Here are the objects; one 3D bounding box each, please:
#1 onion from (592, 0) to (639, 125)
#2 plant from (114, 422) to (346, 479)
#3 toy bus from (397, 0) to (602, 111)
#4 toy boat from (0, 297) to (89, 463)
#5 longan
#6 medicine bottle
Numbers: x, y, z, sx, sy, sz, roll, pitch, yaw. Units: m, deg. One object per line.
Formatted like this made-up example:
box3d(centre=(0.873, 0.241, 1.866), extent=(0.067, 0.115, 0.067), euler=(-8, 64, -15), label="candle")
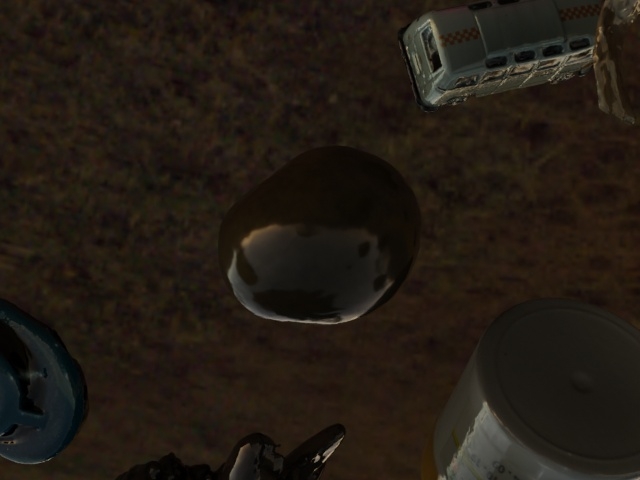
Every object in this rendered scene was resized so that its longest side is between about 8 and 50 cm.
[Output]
box3d(centre=(0.266, -0.296, 0.789), extent=(0.345, 0.358, 0.358), euler=(-26, 138, 36), label="onion")
box3d(centre=(-0.092, 0.283, 1.093), extent=(0.321, 0.194, 0.181), euler=(-23, 151, 24), label="plant")
box3d(centre=(0.176, -0.184, 1.153), extent=(0.194, 0.087, 0.089), euler=(-13, 171, -15), label="toy bus")
box3d(centre=(-0.341, 0.094, 1.078), extent=(0.299, 0.134, 0.092), euler=(31, -158, 17), label="toy boat")
box3d(centre=(0.000, 0.000, 1.132), extent=(0.187, 0.167, 0.167), euler=(-12, 152, 0), label="longan")
box3d(centre=(0.253, 0.221, 1.396), extent=(0.238, 0.238, 0.232), euler=(11, 139, -5), label="medicine bottle")
